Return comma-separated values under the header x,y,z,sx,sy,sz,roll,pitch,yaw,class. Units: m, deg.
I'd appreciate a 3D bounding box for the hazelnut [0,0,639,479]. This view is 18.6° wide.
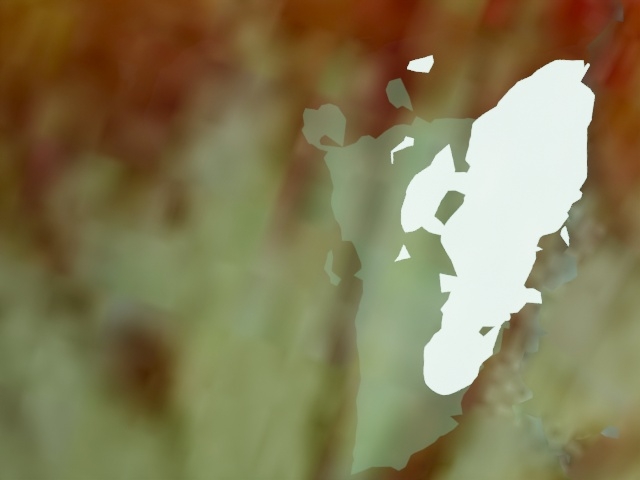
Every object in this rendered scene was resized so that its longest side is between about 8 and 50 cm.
x,y,z,sx,sy,sz,roll,pitch,yaw,class
0.000,0.000,0.686,0.409,0.359,0.359,-8,85,2,hazelnut
